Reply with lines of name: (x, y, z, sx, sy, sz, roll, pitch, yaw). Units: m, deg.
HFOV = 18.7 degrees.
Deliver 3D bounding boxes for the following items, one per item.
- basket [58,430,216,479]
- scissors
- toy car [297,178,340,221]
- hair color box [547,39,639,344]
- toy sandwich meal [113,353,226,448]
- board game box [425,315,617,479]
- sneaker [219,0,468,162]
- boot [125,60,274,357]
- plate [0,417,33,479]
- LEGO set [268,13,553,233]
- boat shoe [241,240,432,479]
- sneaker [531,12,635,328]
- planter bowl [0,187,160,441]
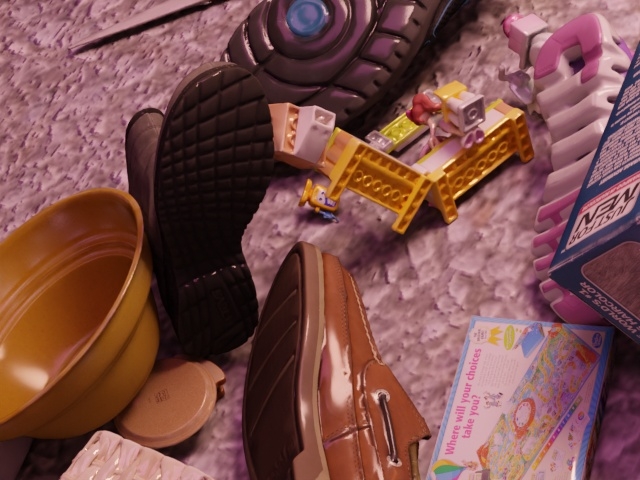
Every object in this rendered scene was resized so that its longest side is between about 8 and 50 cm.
basket: (-0.136, 0.219, 1.255, 0.113, 0.103, 0.167, 19, 55, 28)
scissors: (-0.073, -0.221, 1.688, 0.297, 0.021, 0.109, -33, 51, -16)
toy car: (0.000, 0.000, 1.450, 0.040, 0.060, 0.122, 22, 59, -8)
hair color box: (0.298, -0.073, 1.338, 0.105, 0.174, 0.347, -35, 24, 52)
toy sandwich meal: (-0.108, 0.117, 1.391, 0.085, 0.029, 0.085, -9, 50, 11)
board game box: (0.137, 0.122, 1.319, 0.103, 0.026, 0.154, 5, 51, 19)
sneaker: (0.054, -0.182, 1.563, 0.341, 0.139, 0.125, -45, 72, -1)
boot: (-0.104, -0.049, 1.387, 0.083, 0.246, 0.161, -13, 41, -21)
plate: (-0.380, 0.209, 1.372, 0.277, 0.045, 0.278, 9, 52, 21)
LEGO set: (0.050, -0.085, 1.458, 0.287, 0.132, 0.107, -19, 37, -33)
boat shoe: (0.014, 0.136, 1.297, 0.104, 0.111, 0.307, 14, 47, -17)
sneaker: (0.217, -0.045, 1.403, 0.095, 0.104, 0.236, -25, 53, 49)
planter bowl: (-0.181, 0.074, 1.385, 0.217, 0.090, 0.217, -30, 35, 24)
